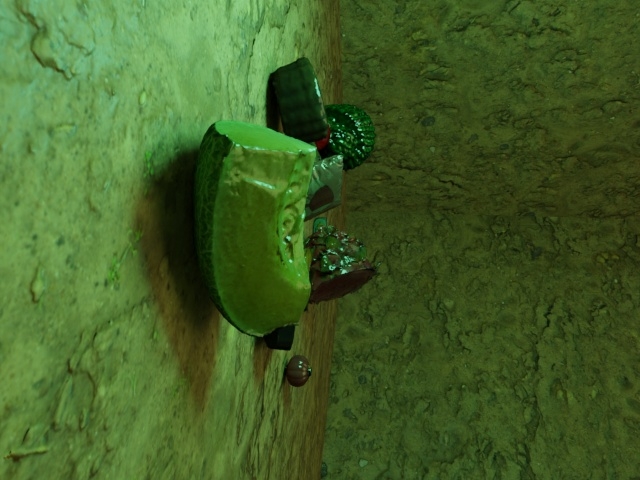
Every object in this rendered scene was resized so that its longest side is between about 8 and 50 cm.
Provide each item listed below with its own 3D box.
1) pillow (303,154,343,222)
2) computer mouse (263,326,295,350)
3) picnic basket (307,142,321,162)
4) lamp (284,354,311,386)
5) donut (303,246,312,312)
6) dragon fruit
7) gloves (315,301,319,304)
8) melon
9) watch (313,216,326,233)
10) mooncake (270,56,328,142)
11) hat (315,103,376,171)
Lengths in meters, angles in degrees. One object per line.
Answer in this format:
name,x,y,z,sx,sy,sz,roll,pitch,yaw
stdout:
pillow,-0.035,-0.139,1.398,0.084,0.236,0.223,57,-21,35
computer mouse,-0.115,0.205,1.310,0.295,0.087,0.169,142,-46,-82
picnic basket,-0.055,-0.224,1.463,0.138,0.127,0.179,-71,152,-63
lamp,-0.076,0.445,1.639,0.107,0.092,0.108,2,90,-82
donut,-0.078,0.108,1.567,0.141,0.085,0.217,82,11,-53
dragon fruit,0.042,0.077,1.925,0.263,0.314,0.296,65,-35,24
gloves,0.000,0.187,2.181,0.164,0.124,0.204,6,80,-62
melon,-0.107,-0.011,0.811,0.331,0.226,0.344,-107,-150,-74
watch,0.000,0.000,2.303,0.195,0.068,0.237,82,8,-67
mooncake,-0.060,-0.377,1.317,0.228,0.124,0.228,-16,90,-89
hat,0.029,-0.351,1.672,0.332,0.274,0.242,-32,115,-61
